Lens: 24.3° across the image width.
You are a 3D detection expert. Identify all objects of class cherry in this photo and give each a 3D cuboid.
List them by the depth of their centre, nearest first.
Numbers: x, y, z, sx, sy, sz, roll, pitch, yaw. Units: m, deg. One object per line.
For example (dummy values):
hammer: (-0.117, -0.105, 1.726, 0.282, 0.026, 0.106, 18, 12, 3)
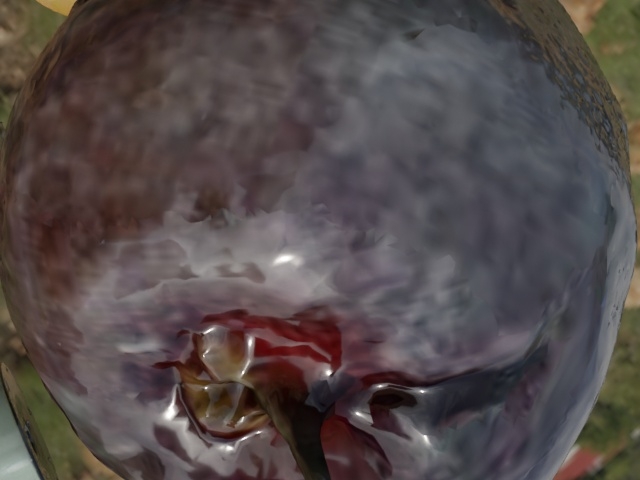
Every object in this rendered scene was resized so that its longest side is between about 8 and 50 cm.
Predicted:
cherry: (0.005, -0.006, 0.430, 0.195, 0.195, 0.195, -36, 162, -14)

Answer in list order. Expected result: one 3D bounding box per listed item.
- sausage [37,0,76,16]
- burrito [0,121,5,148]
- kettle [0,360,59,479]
sausage: (-0.083, -0.278, 1.078, 0.233, 0.233, 0.287, -51, 172, 28)
burrito: (-0.322, -0.034, 1.231, 0.107, 0.175, 0.348, -25, -173, 9)
kettle: (-0.373, 0.259, 1.414, 0.236, 0.221, 0.161, -23, 161, -8)
